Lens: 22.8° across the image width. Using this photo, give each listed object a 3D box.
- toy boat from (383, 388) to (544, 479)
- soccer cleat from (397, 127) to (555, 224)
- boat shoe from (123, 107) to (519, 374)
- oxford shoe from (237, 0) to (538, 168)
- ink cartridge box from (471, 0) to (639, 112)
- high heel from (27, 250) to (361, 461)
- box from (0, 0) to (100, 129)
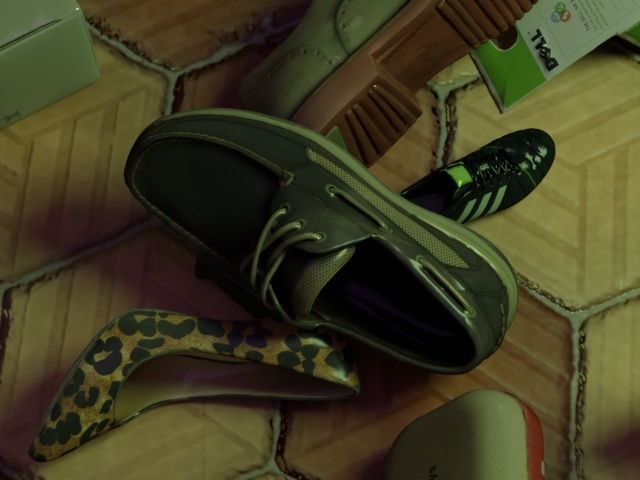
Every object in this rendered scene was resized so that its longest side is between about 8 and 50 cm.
[{"bbox_3d":[0.141,0.244,1.272,0.151,0.151,0.231,30,46,-30],"label":"toy boat"},{"bbox_3d":[0.135,-0.050,1.408,0.179,0.072,0.060,-30,72,-10],"label":"soccer cleat"},{"bbox_3d":[0.000,0.000,1.315,0.355,0.130,0.132,23,115,0],"label":"boat shoe"},{"bbox_3d":[0.083,-0.230,1.413,0.397,0.140,0.146,-44,60,-1],"label":"oxford shoe"},{"bbox_3d":[0.250,-0.257,1.484,0.255,0.097,0.188,-34,69,24],"label":"ink cartridge box"},{"bbox_3d":[-0.100,0.132,1.329,0.186,0.093,0.261,38,66,19],"label":"high heel"},{"bbox_3d":[-0.332,-0.270,1.459,0.121,0.148,0.311,-29,73,-10],"label":"box"}]
